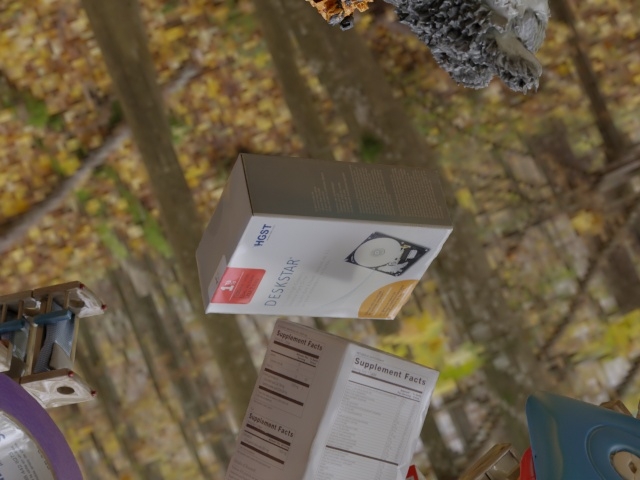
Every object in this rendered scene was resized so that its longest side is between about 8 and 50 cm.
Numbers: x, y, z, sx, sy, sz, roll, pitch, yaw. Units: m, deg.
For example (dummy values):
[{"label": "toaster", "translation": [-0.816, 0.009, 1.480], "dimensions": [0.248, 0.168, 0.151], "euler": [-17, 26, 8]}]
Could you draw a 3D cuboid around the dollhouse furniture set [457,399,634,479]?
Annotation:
[{"label": "dollhouse furniture set", "translation": [0.263, 0.317, 1.627], "dimensions": [0.212, 0.161, 0.242], "euler": [-39, -177, -20]}]

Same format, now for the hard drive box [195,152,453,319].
[{"label": "hard drive box", "translation": [0.000, 0.000, 1.586], "dimensions": [0.232, 0.089, 0.181], "euler": [3, 142, -21]}]

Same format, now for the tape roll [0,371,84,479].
[{"label": "tape roll", "translation": [-0.331, 0.254, 1.346], "dimensions": [0.090, 0.275, 0.275], "euler": [-27, 168, 22]}]

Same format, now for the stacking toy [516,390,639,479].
[{"label": "stacking toy", "translation": [0.203, 0.298, 1.290], "dimensions": [0.165, 0.175, 0.302], "euler": [19, 125, -14]}]

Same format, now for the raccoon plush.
[{"label": "raccoon plush", "translation": [0.018, -0.259, 1.398], "dimensions": [0.446, 0.299, 0.216], "euler": [-11, -165, 3]}]

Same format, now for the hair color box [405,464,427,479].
[{"label": "hair color box", "translation": [0.137, 0.355, 1.839], "dimensions": [0.043, 0.072, 0.141], "euler": [-27, 130, 12]}]

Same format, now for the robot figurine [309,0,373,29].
[{"label": "robot figurine", "translation": [0.002, -0.446, 2.060], "dimensions": [0.085, 0.291, 0.211], "euler": [-19, 163, 17]}]

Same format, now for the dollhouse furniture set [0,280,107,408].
[{"label": "dollhouse furniture set", "translation": [-0.347, 0.096, 1.640], "dimensions": [0.129, 0.129, 0.184], "euler": [-12, 145, 19]}]

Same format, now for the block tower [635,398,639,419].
[{"label": "block tower", "translation": [0.427, 0.122, 1.612], "dimensions": [0.091, 0.335, 0.097], "euler": [6, -152, -1]}]

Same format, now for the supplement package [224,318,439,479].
[{"label": "supplement package", "translation": [0.003, 0.223, 1.524], "dimensions": [0.139, 0.244, 0.134], "euler": [21, 176, -36]}]
